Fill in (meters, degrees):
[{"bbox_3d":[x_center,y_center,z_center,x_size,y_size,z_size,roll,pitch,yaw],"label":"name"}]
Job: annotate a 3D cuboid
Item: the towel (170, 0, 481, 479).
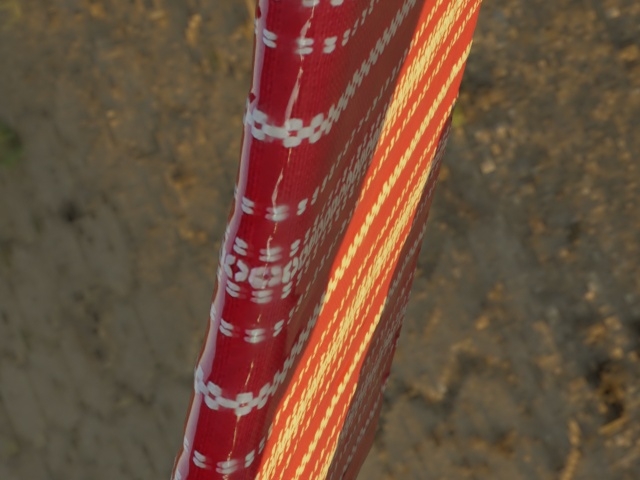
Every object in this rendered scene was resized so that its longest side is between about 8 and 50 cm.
[{"bbox_3d":[0.000,0.000,0.438,0.031,0.199,0.275,17,122,8],"label":"towel"}]
